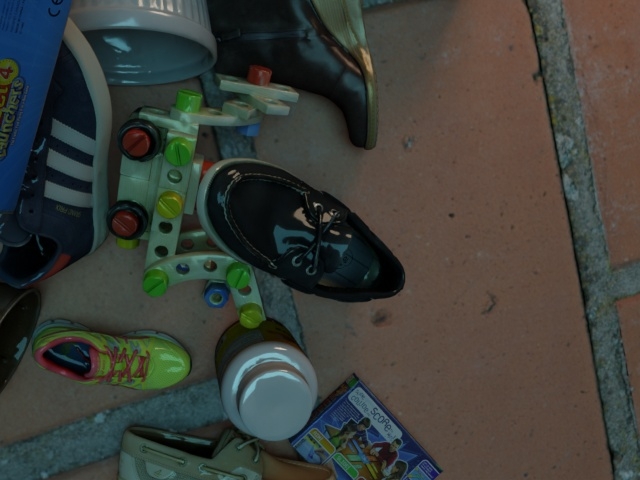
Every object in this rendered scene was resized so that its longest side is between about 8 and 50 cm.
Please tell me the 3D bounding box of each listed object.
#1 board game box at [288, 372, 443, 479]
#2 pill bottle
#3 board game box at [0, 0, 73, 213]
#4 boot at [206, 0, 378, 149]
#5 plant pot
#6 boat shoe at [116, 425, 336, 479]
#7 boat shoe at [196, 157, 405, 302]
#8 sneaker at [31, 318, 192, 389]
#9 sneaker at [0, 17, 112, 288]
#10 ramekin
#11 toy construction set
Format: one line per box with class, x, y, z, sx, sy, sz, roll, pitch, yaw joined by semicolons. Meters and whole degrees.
board game box;0.067;0.314;0.960;0.136;0.035;0.201;-41;103;-5
pill bottle;-0.071;0.172;0.824;0.117;0.215;0.117;-1;97;-12
board game box;-0.362;-0.226;0.582;0.302;0.086;0.308;32;110;23
boot;-0.034;-0.229;0.874;0.207;0.090;0.248;-11;103;4
plant pot;-0.451;0.103;0.773;0.165;0.167;0.167;23;91;-5
boat shoe;-0.121;0.306;0.882;0.302;0.109;0.098;6;89;-3
boat shoe;-0.001;0.004;0.783;0.340;0.113;0.127;40;70;-49
sneaker;-0.271;0.159;0.842;0.209;0.094;0.081;10;92;-14
sneaker;-0.314;-0.085;0.691;0.131;0.148;0.350;24;134;18
ramekin;-0.228;-0.261;0.756;0.207;0.207;0.109;-4;87;-12
toy construction set;-0.140;-0.061;0.803;0.215;0.151;0.327;12;100;-10
